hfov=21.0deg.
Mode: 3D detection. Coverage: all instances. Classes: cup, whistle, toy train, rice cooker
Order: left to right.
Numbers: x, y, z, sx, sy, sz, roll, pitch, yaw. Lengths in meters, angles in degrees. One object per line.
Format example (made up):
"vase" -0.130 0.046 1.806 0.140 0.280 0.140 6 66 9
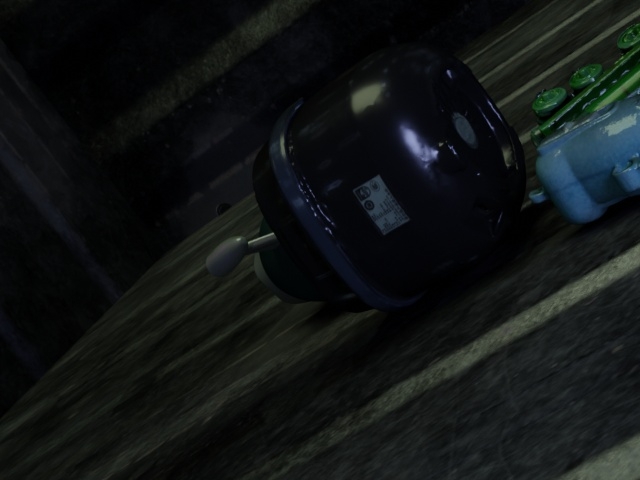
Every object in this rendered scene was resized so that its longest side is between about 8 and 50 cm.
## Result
"cup" 0.000 0.000 2.080 0.300 0.167 0.173 -11 -17 -30
"rice cooker" 0.078 -0.066 1.781 0.224 0.267 0.267 -30 10 29
"toy train" 0.341 -0.174 1.872 0.251 0.085 0.119 -41 23 -1
"whistle" 0.301 -0.097 1.544 0.274 0.093 0.186 -29 10 30
